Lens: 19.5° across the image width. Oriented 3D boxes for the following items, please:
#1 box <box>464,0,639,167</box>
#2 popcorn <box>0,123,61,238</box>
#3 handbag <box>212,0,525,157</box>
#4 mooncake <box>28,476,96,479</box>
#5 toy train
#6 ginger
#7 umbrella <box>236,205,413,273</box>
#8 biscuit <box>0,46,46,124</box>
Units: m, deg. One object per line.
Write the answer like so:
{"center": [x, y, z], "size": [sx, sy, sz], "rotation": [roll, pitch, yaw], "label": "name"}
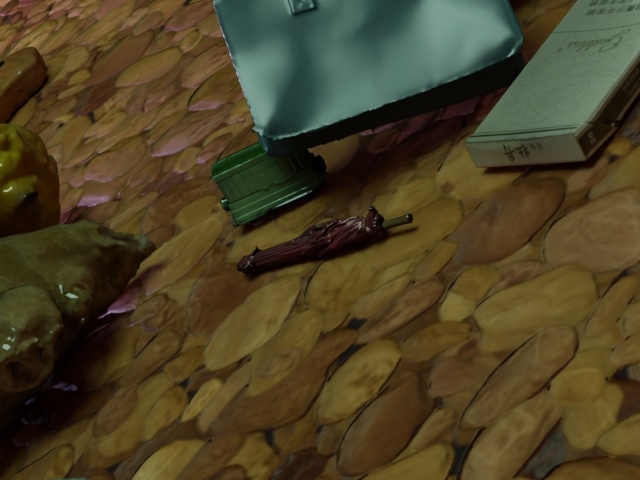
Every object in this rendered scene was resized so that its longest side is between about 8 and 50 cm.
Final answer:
{"center": [0.199, -0.127, 1.375], "size": [0.109, 0.029, 0.198], "rotation": [-1, 41, 48], "label": "box"}
{"center": [-0.303, -0.036, 1.670], "size": [0.152, 0.167, 0.148], "rotation": [37, 107, 26], "label": "popcorn"}
{"center": [0.038, -0.161, 1.454], "size": [0.221, 0.057, 0.144], "rotation": [-20, 71, 2], "label": "handbag"}
{"center": [-0.208, 0.256, 1.087], "size": [0.250, 0.136, 0.254], "rotation": [-12, 36, 56], "label": "mooncake"}
{"center": [-0.043, -0.052, 1.498], "size": [0.093, 0.056, 0.038], "rotation": [-24, 24, 15], "label": "toy train"}
{"center": [-0.252, 0.062, 1.478], "size": [0.270, 0.123, 0.219], "rotation": [-41, 25, -12], "label": "ginger"}
{"center": [0.000, 0.000, 1.403], "size": [0.165, 0.025, 0.027], "rotation": [-17, 54, 35], "label": "umbrella"}
{"center": [-0.437, -0.099, 2.039], "size": [0.202, 0.047, 0.334], "rotation": [-8, 38, 42], "label": "biscuit"}
